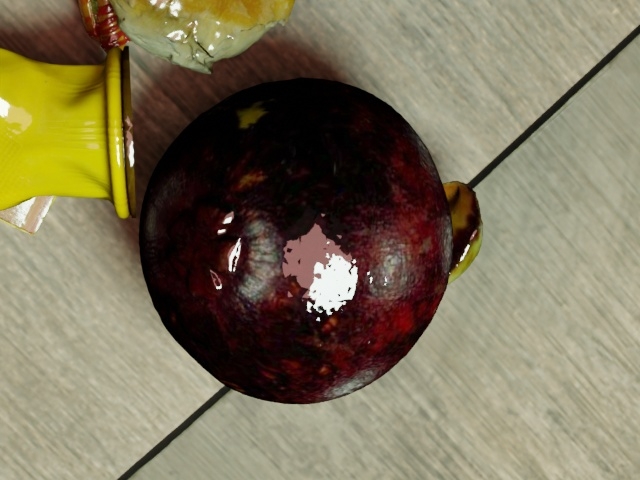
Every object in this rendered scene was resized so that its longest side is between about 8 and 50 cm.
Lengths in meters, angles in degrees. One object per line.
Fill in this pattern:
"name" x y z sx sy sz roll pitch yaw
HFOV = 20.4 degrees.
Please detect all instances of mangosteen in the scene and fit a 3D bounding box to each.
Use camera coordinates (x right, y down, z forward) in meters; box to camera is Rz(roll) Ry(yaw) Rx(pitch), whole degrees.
"mangosteen" 0.000 0.000 1.255 0.265 0.228 0.228 -2 110 -53

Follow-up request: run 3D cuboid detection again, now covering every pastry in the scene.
"pastry" -0.082 -0.192 1.224 0.153 0.081 0.153 -2 93 -36

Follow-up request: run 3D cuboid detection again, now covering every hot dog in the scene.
"hot dog" -0.151 -0.201 1.244 0.062 0.038 0.144 -9 107 -9

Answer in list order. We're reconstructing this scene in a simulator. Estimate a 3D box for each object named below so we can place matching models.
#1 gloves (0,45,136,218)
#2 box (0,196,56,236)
"gloves" -0.274 -0.067 1.204 0.294 0.116 0.133 -2 92 -5
"box" -0.254 -0.074 1.266 0.156 0.022 0.089 25 100 -17
